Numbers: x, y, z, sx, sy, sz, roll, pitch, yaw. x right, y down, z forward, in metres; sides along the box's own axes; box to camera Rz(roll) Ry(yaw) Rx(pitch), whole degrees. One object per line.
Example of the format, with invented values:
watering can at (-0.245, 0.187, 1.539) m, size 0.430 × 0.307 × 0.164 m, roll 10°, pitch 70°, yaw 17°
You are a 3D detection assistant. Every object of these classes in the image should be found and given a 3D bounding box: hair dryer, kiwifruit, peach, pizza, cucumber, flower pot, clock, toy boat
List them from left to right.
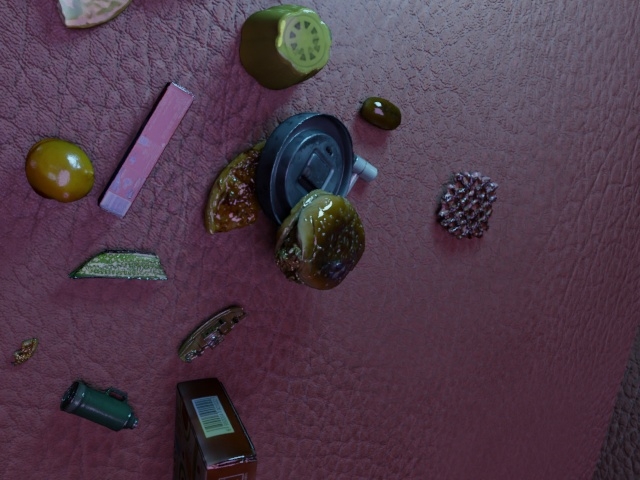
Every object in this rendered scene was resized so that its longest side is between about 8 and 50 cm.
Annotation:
pizza at (-0.689, 0.261, 1.119) m, size 0.037 × 0.016 × 0.083 m, roll 43°, pitch 86°, yaw -23°
peach at (-0.540, -0.146, 0.997) m, size 0.138 × 0.138 × 0.138 m, roll -8°, pitch 108°, yaw -23°
cucumber at (-0.476, 0.055, 1.144) m, size 0.220 × 0.046 × 0.070 m, roll 3°, pitch 102°, yaw -28°
toy boat at (-0.285, 0.246, 1.276) m, size 0.206 × 0.072 × 0.064 m, roll -38°, pitch 119°, yaw -10°
pizza at (-0.178, -0.132, 1.206) m, size 0.161 × 0.085 × 0.305 m, roll 37°, pitch 89°, yaw -30°
flower pot at (-0.069, -0.450, 1.107) m, size 0.195 × 0.179 × 0.195 m, roll -7°, pitch 107°, yaw -25°
clock at (-0.033, -0.167, 1.208) m, size 0.313 × 0.061 × 0.312 m, roll -28°, pitch 129°, yaw -41°
hair dryer at (0.092, -0.163, 1.349) m, size 0.082 × 0.047 × 0.137 m, roll 30°, pitch 97°, yaw -30°
kiwifruit at (0.167, -0.346, 1.313) m, size 0.124 × 0.075 × 0.075 m, roll 21°, pitch 96°, yaw -25°

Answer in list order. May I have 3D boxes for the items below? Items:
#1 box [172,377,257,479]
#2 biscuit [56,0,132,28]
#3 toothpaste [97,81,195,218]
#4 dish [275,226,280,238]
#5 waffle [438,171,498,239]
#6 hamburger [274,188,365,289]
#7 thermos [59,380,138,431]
box at (-0.285, 0.614, 1.231) m, size 0.122 × 0.344 × 0.385 m, roll 0°, pitch 105°, yaw -27°
biscuit at (-0.463, -0.594, 0.954) m, size 0.205 × 0.040 × 0.309 m, roll -18°, pitch 113°, yaw -19°
toothpaste at (-0.395, -0.205, 1.085) m, size 0.066 × 0.076 × 0.320 m, roll 31°, pitch 91°, yaw -30°
dish at (-0.083, 0.010, 1.307) m, size 0.141 × 0.078 × 0.141 m, roll 22°, pitch 59°, yaw -42°
waffle at (0.472, -0.111, 1.540) m, size 0.234 × 0.055 × 0.221 m, roll 7°, pitch 101°, yaw -32°
hamburger at (0.000, 0.000, 1.180) m, size 0.286 × 0.146 × 0.243 m, roll -4°, pitch 106°, yaw -50°
thermos at (-0.547, 0.424, 1.212) m, size 0.073 × 0.083 × 0.188 m, roll -40°, pitch 122°, yaw 15°
